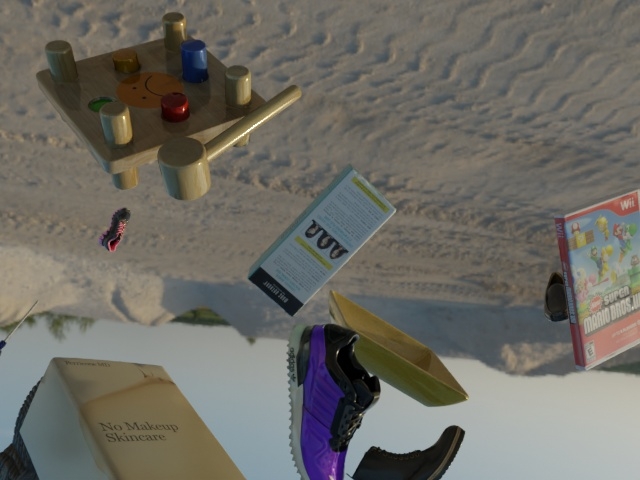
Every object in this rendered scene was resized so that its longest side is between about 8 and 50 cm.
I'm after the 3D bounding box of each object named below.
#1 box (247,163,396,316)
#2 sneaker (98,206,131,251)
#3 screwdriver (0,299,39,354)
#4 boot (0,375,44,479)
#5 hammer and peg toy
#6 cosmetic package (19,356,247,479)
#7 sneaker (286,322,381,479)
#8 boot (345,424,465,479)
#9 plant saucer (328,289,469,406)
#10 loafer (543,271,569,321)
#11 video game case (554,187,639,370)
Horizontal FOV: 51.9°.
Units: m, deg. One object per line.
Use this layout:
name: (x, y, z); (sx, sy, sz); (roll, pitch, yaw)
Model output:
box: (0.000, 0.000, 1.063); (0.100, 0.244, 0.060); (43, -171, -12)
sneaker: (-0.494, -0.024, 1.607); (0.047, 0.119, 0.057); (20, -163, -47)
screwdriver: (-0.588, 0.180, 1.243); (0.024, 0.170, 0.025); (40, -179, -13)
boot: (-0.465, 0.378, 1.253); (0.118, 0.338, 0.223); (44, -168, 37)
hammer and peg toy: (-0.206, -0.179, 0.929); (0.266, 0.361, 0.127); (-27, 143, -28)
cosmetic package: (-0.195, 0.262, 0.721); (0.160, 0.113, 0.309); (16, -165, -45)
sneaker: (0.031, 0.281, 1.096); (0.146, 0.293, 0.102); (-8, 176, 26)
boot: (0.153, 0.383, 1.169); (0.137, 0.198, 0.077); (35, 165, 15)
plant saucer: (0.157, 0.266, 1.568); (0.333, 0.081, 0.333); (32, -175, -10)
loafer: (0.497, 0.120, 1.388); (0.062, 0.061, 0.170); (-13, -167, 18)
video game case: (0.516, 0.067, 1.181); (0.204, 0.285, 0.025); (-17, -169, -26)
